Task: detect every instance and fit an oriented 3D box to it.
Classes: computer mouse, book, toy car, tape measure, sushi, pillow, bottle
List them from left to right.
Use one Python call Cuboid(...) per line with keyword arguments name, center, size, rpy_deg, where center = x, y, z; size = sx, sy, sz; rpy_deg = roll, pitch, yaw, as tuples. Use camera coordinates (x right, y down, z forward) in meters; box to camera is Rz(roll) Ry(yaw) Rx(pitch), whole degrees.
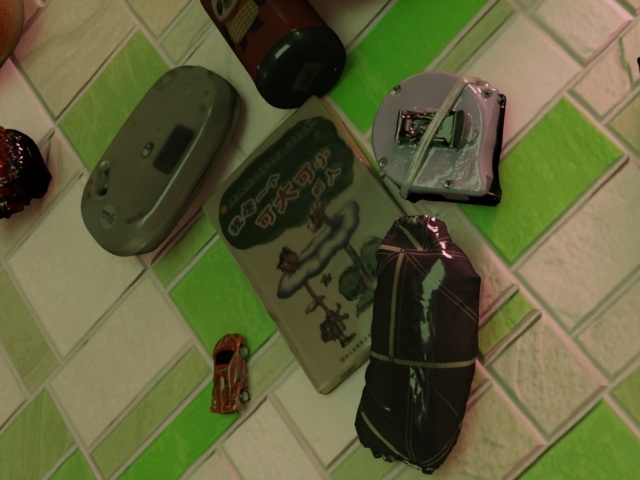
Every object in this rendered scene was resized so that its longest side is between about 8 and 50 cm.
Cuboid(name="sushi", center=(-0.552, -0.116, 2.008), size=(0.150, 0.153, 0.172), rpy_deg=(-20, 44, 7))
Cuboid(name="computer mouse", center=(-0.251, -0.124, 1.852), size=(0.197, 0.095, 0.331), rpy_deg=(33, 88, 32))
Cuboid(name="toy car", center=(-0.137, 0.197, 1.733), size=(0.059, 0.035, 0.122), rpy_deg=(-10, 74, 33))
Cuboid(name="bottle", center=(-0.100, -0.357, 1.790), size=(0.144, 0.144, 0.336), rpy_deg=(-44, 57, 15))
Cuboid(name="book", center=(0.000, 0.000, 1.695), size=(0.260, 0.043, 0.371), rpy_deg=(-43, 61, 15))
Cuboid(name="pillow", center=(0.127, 0.133, 1.535), size=(0.161, 0.092, 0.335), rpy_deg=(9, 95, 30))
Cuboid(name="tape measure", center=(0.161, -0.139, 1.593), size=(0.181, 0.107, 0.182), rpy_deg=(-1, 80, 25))

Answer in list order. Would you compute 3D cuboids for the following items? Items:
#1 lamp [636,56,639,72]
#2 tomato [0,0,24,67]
Cuboid(name="lamp", center=(0.479, -0.094, 1.381), size=(0.130, 0.108, 0.371), rpy_deg=(-23, 67, 29))
Cuboid(name="tomato", center=(-0.673, -0.442, 2.102), size=(0.239, 0.303, 0.303), rpy_deg=(-35, 61, 3))
